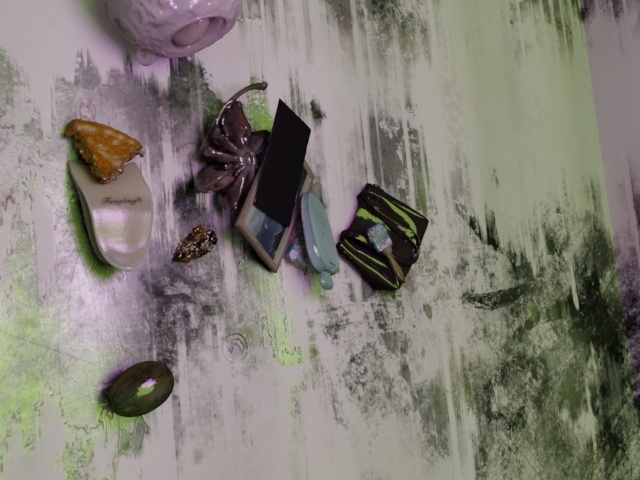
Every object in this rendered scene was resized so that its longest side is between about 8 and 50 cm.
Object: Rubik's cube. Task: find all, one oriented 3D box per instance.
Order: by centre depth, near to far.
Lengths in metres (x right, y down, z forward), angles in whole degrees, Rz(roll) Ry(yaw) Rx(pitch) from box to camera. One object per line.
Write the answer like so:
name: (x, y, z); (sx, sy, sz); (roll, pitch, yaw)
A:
Rubik's cube: (-0.055, 0.035, 1.937); (0.084, 0.073, 0.075); (22, 69, -31)

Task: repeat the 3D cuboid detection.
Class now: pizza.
pizza: (-0.505, -0.193, 1.599); (0.188, 0.062, 0.199); (19, 37, -27)

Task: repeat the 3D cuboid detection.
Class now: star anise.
star anise: (-0.221, -0.222, 1.825); (0.359, 0.139, 0.316); (-41, 127, -40)

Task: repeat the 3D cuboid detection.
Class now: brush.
brush: (0.203, 0.042, 2.038); (0.070, 0.021, 0.196); (-31, 96, -33)

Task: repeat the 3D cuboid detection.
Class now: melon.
melon: (-0.406, 0.338, 1.576); (0.167, 0.114, 0.114); (-24, 97, -36)

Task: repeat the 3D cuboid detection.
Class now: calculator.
calculator: (0.000, 0.000, 1.944); (0.184, 0.042, 0.295); (34, 41, -64)

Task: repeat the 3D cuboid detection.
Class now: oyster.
oyster: (-0.317, 0.017, 1.760); (0.086, 0.029, 0.132); (41, 57, -26)

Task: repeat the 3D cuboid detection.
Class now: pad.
pad: (-0.098, -0.206, 1.858); (0.202, 0.005, 0.300); (34, 64, -60)

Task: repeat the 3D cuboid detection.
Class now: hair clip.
hair clip: (-0.476, -0.061, 1.595); (0.172, 0.113, 0.282); (-1, 82, -39)

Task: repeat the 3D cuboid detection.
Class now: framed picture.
framed picture: (-0.116, -0.114, 1.872); (0.247, 0.022, 0.335); (58, 46, -51)

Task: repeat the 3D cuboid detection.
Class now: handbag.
handbag: (0.189, -0.015, 2.122); (0.257, 0.113, 0.285); (37, 63, -18)

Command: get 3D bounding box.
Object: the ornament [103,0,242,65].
ornament: (-0.362, -0.616, 1.650); (0.337, 0.337, 0.337); (8, 77, -37)
